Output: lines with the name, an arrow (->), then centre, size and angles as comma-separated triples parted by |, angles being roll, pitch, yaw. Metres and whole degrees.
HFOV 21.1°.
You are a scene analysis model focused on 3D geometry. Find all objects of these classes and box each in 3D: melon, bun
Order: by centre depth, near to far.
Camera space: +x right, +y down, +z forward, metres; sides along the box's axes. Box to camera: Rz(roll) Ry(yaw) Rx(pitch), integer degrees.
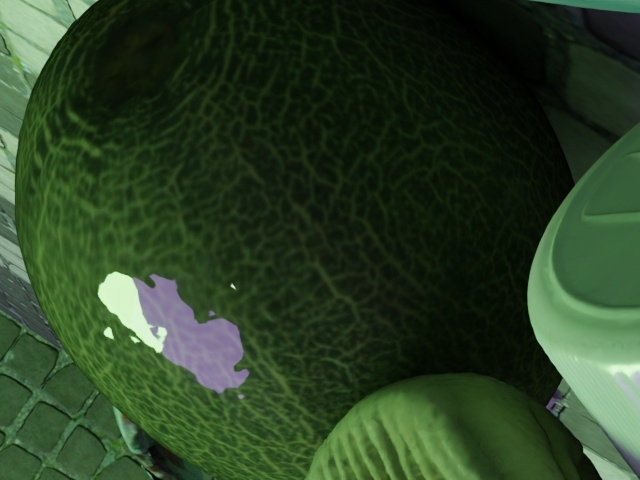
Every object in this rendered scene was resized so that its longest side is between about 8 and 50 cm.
bun -> 0.069, 0.139, 0.657 | 0.113, 0.173, 0.166 | 4, 150, -33
melon -> 0.000, 0.000, 0.792 | 0.237, 0.237, 0.301 | 22, 163, 41

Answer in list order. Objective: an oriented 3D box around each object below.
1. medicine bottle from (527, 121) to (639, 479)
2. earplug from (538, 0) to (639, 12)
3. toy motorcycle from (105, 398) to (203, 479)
medicine bottle -> 0.249, 0.110, 0.642 | 0.395, 0.242, 0.242 | 55, 160, -19
earplug -> -0.008, -0.155, 0.430 | 0.324, 0.185, 0.185 | 30, 166, 0
toy motorcycle -> -0.025, 0.076, 1.199 | 0.241, 0.182, 0.319 | 4, 147, 20
